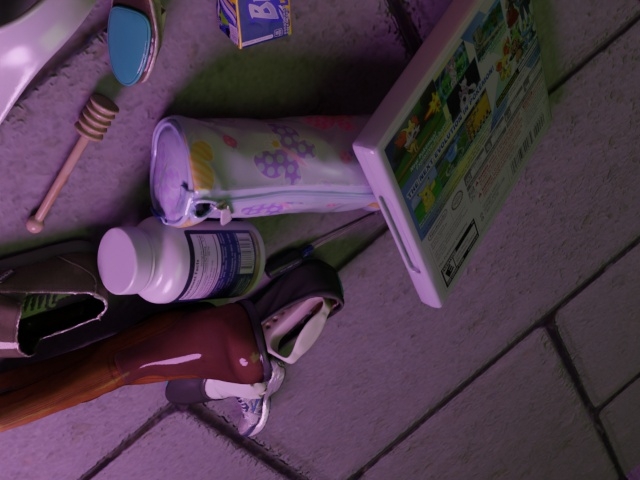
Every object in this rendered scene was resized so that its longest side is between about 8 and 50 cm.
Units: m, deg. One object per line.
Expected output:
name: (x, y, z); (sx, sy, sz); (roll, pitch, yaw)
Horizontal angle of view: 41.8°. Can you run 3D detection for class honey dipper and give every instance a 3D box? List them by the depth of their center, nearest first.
honey dipper: (-0.250, -0.072, 0.825); (0.030, 0.030, 0.160); (17, 118, -44)

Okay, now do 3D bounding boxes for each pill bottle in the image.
pill bottle: (-0.150, 0.020, 0.910); (0.169, 0.094, 0.094); (0, 126, -47)

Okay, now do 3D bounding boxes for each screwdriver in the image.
screwdriver: (0.000, 0.000, 1.084); (0.170, 0.024, 0.025); (-33, 110, -18)

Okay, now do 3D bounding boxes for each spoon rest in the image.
spoon rest: (-0.290, -0.146, 0.685); (0.276, 0.084, 0.137); (-41, 139, 0)

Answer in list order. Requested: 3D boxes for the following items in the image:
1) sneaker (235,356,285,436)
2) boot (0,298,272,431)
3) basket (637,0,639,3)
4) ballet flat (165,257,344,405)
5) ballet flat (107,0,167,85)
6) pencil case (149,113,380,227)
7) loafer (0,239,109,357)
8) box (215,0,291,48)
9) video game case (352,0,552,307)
sneaker: (-0.100, 0.217, 1.182); (0.058, 0.052, 0.135); (8, 113, -29)
boot: (-0.213, 0.133, 0.887); (0.280, 0.264, 0.096); (-15, 105, -27)
basket: (0.477, -0.406, 0.984); (0.227, 0.154, 0.204); (-34, 130, -13)
ballet flat: (-0.082, 0.136, 1.079); (0.280, 0.096, 0.095); (-43, 140, 4)
ballet flat: (-0.157, -0.217, 0.748); (0.052, 0.057, 0.168); (-42, 152, -44)
pencil case: (-0.045, -0.078, 0.898); (0.273, 0.124, 0.113); (-7, 116, -34)
loafer: (-0.328, 0.074, 0.846); (0.251, 0.087, 0.094); (-22, 136, -20)
box: (-0.067, -0.266, 0.768); (0.059, 0.054, 0.169); (-22, 136, -20)
video game case: (0.173, -0.129, 0.983); (0.329, 0.036, 0.300); (-55, 144, -21)
